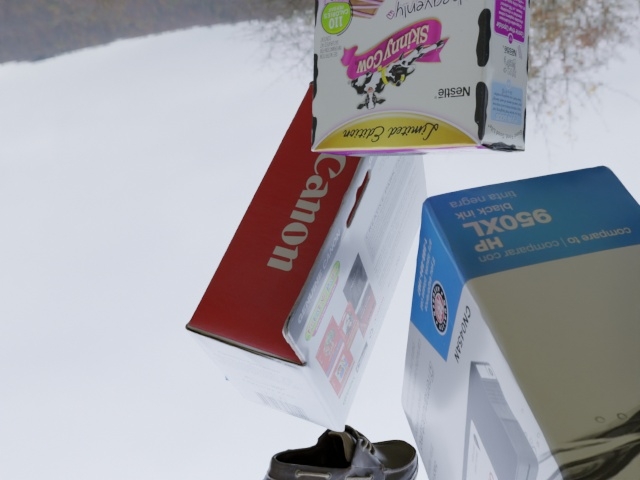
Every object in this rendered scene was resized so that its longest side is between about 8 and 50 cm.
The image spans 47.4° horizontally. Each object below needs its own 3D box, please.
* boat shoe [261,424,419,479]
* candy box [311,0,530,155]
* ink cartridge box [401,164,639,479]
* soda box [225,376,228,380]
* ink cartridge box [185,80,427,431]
[{"bbox_3d":[0.050,0.399,1.280,0.355,0.130,0.132,-5,-164,-43],"label":"boat shoe"},{"bbox_3d":[0.073,-0.182,0.554,0.159,0.234,0.071,3,-175,42],"label":"candy box"},{"bbox_3d":[0.197,0.184,0.523,0.166,0.286,0.395,-10,-136,-9],"label":"ink cartridge box"},{"bbox_3d":[-0.113,0.137,1.238,0.071,0.067,0.210,3,-139,2],"label":"soda box"},{"bbox_3d":[0.000,0.000,0.760,0.130,0.272,0.310,15,-117,20],"label":"ink cartridge box"}]
